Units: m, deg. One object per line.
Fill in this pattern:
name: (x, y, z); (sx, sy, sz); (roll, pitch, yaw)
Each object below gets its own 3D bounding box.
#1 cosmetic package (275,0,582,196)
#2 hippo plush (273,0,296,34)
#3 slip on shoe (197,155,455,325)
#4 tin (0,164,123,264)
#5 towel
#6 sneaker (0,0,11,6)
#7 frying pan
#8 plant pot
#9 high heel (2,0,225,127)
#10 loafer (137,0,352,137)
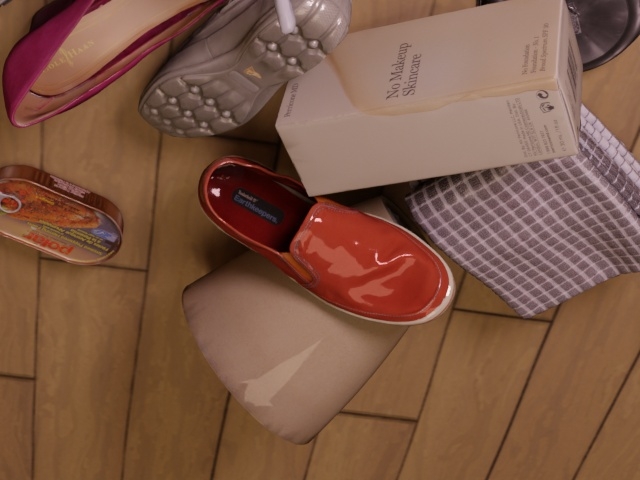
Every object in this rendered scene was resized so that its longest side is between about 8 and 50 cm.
cosmetic package: (0.123, -0.158, 1.410); (0.310, 0.160, 0.113); (-8, 133, 20)
hippo plush: (-0.125, -0.390, 1.216); (0.237, 0.234, 0.294); (15, 159, 23)
slip on shoe: (0.000, 0.000, 1.485); (0.331, 0.101, 0.123); (29, 89, 7)
tin: (-0.343, -0.032, 1.649); (0.190, 0.040, 0.106); (25, 125, -21)
towel: (0.275, -0.034, 1.586); (0.235, 0.121, 0.284); (-32, 126, 28)
sneaker: (-0.420, -0.293, 1.361); (0.283, 0.107, 0.124); (-18, 125, 16)
frying pan: (0.338, -0.254, 1.432); (0.326, 0.053, 0.197); (5, 134, 0)
plant pot: (0.011, 0.076, 1.630); (0.274, 0.256, 0.256); (-38, 124, 13)
high heel: (-0.171, -0.241, 1.350); (0.377, 0.181, 0.127); (-29, 126, 25)
loafer: (-0.084, -0.210, 1.432); (0.319, 0.111, 0.112); (-24, 130, 39)
